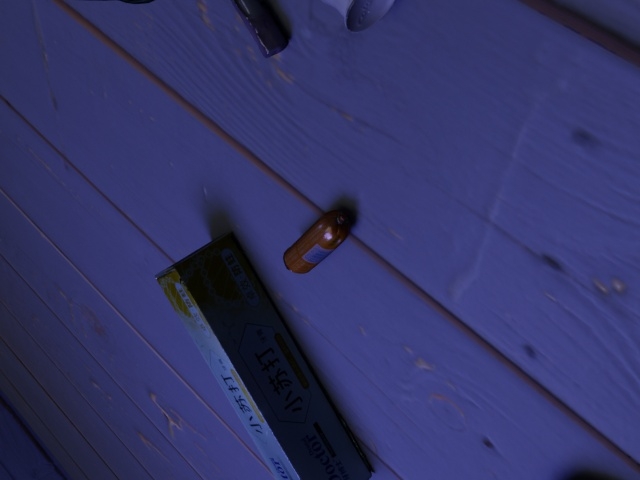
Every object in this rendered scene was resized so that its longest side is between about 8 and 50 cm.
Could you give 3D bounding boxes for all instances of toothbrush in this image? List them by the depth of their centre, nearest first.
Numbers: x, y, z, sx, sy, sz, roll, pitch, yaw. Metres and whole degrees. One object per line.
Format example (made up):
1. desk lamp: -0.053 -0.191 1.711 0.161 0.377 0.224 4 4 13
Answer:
1. toothbrush: -0.127 -0.296 0.639 0.354 0.024 0.029 58 155 -2

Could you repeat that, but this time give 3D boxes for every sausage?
1. sausage: 0.000 0.000 0.725 0.031 0.031 0.107 55 148 4

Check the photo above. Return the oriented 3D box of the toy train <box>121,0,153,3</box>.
1. toy train: -0.062 -0.235 0.354 0.238 0.299 0.167 56 150 28

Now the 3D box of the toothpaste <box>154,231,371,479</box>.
1. toothpaste: -0.061 0.149 0.892 0.071 0.089 0.313 -23 98 54

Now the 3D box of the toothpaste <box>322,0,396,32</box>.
1. toothpaste: -0.023 -0.217 0.552 0.193 0.045 0.071 52 149 19
